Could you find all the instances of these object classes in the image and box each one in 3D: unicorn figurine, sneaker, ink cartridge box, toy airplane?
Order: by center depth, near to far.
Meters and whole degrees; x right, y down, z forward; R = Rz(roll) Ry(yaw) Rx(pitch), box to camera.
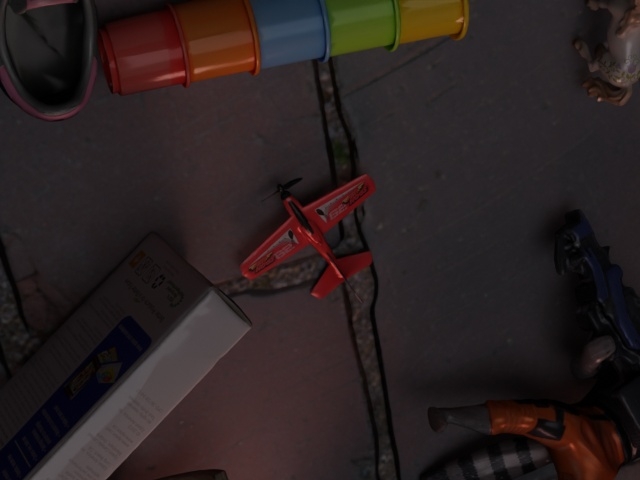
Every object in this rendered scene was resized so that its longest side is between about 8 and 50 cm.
[{"bbox_3d":[-0.225,-0.246,1.444,0.112,0.131,0.319,-14,117,-13],"label":"sneaker"},{"bbox_3d":[-0.230,0.162,1.576,0.371,0.176,0.069,-44,117,-5],"label":"ink cartridge box"},{"bbox_3d":[0.272,-0.198,1.659,0.060,0.111,0.162,-19,118,-11],"label":"unicorn figurine"},{"bbox_3d":[0.000,0.000,1.697,0.151,0.028,0.151,-8,116,-16],"label":"toy airplane"}]

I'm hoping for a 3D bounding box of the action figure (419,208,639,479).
[{"bbox_3d":[0.257,0.149,1.819,0.330,0.178,0.341,-23,92,-17],"label":"action figure"}]

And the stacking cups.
[{"bbox_3d":[-0.035,-0.190,1.575,0.316,0.096,0.096,-12,117,-9],"label":"stacking cups"}]

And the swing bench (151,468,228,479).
[{"bbox_3d":[-0.181,0.371,1.663,0.254,0.165,0.253,-19,93,-36],"label":"swing bench"}]
